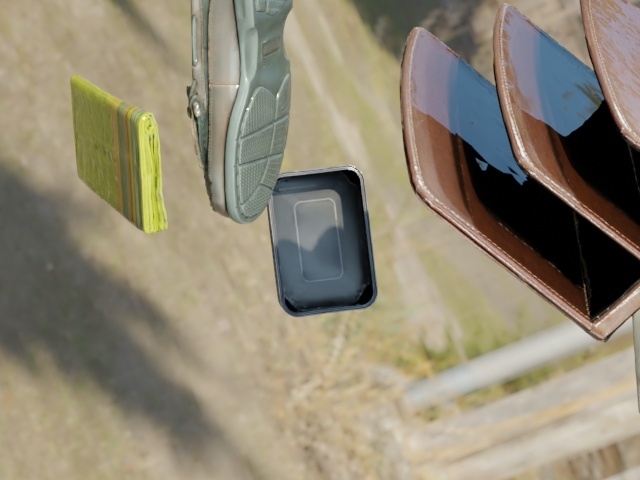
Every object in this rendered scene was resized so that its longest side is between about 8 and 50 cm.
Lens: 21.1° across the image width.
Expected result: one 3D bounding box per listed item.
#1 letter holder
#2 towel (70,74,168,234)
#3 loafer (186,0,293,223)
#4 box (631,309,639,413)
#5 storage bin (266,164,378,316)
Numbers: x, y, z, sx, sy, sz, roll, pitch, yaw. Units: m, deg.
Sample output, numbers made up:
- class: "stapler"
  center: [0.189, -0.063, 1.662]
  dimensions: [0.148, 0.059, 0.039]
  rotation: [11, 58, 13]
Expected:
- class: "letter holder"
  center: [0.187, -0.104, 1.382]
  dimensions: [0.214, 0.152, 0.302]
  rotation: [35, 27, -17]
- class: "towel"
  center: [-0.179, -0.080, 1.497]
  dimensions: [0.237, 0.021, 0.102]
  rotation: [-148, -125, -64]
- class: "loafer"
  center: [-0.078, -0.150, 1.494]
  dimensions: [0.096, 0.084, 0.268]
  rotation: [-24, 123, -57]
- class: "box"
  center: [0.404, 0.097, 1.443]
  dimensions: [0.275, 0.113, 0.094]
  rotation: [2, 80, -29]
- class: "storage bin"
  center: [0.000, 0.000, 2.140]
  dimensions: [0.084, 0.122, 0.180]
  rotation: [-177, -100, -87]
